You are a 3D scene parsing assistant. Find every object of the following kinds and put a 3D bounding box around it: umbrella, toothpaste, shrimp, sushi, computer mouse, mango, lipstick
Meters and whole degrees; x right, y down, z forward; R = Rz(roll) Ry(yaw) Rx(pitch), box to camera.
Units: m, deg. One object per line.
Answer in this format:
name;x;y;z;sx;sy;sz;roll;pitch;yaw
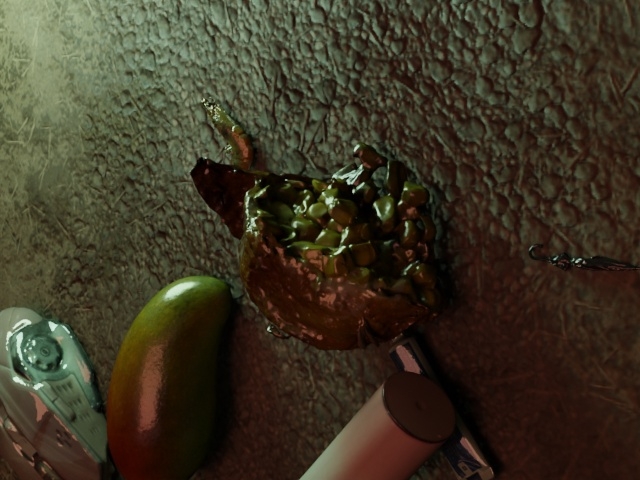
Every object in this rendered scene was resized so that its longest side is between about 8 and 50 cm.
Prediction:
umbrella;0.252;0.023;0.992;0.122;0.013;0.022;12;82;40
toothpaste;0.122;0.172;1.106;0.197;0.035;0.057;61;141;14
shrimp;-0.126;-0.121;1.286;0.114;0.023;0.083;53;128;17
sushi;0.003;0.001;1.114;0.296;0.167;0.179;42;139;39
computer mouse;-0.406;0.271;1.513;0.199;0.115;0.389;-47;65;37
mango;-0.195;0.181;1.318;0.146;0.129;0.289;11;94;41
lipstick;0.027;0.271;1.139;0.087;0.087;0.327;53;131;22
